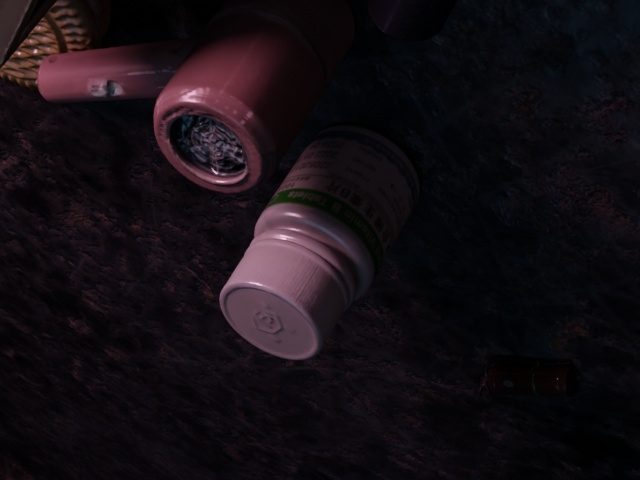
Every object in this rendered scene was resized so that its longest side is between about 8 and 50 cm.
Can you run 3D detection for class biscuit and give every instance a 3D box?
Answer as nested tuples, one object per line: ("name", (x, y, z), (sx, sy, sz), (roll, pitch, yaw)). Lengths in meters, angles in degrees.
("biscuit", (-0.342, -0.267, 1.177), (0.259, 0.079, 0.259), (17, 150, 10))

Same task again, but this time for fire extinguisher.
("fire extinguisher", (0.246, 0.169, 1.318), (0.132, 0.039, 0.056), (-4, 99, 40))

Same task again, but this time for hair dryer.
("hair dryer", (-0.158, -0.151, 1.065), (0.352, 0.210, 0.125), (0, 135, 31))

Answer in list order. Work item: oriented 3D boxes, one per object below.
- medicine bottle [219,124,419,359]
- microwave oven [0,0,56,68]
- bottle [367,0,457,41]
("medicine bottle", (0.000, 0.000, 1.128), (0.139, 0.237, 0.139), (21, 142, 17))
("microwave oven", (-0.263, -0.369, 0.856), (0.286, 0.218, 0.355), (33, 136, -11))
("bottle", (0.096, -0.244, 0.818), (0.082, 0.072, 0.244), (-4, 159, -16))
